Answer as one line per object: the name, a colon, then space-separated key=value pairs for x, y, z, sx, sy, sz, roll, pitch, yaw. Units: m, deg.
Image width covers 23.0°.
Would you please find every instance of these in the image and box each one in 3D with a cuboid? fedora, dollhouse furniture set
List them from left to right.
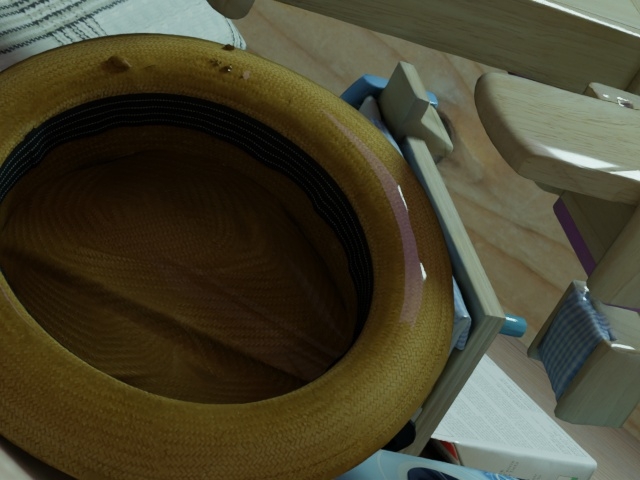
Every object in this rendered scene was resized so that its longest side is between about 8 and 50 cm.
fedora: x=-0.052 y=0.017 z=0.553 sx=0.194 sy=0.194 sz=0.079 roll=42 pitch=-29 yaw=17
dollhouse furniture set: x=0.000 y=0.000 z=0.711 sx=0.198 sy=0.303 sz=0.286 roll=13 pitch=36 yaw=-24

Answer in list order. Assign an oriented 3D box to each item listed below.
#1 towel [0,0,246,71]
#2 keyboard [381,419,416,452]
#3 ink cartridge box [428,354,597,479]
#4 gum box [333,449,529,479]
towel: x=-0.190 y=-0.180 z=0.752 sx=0.312 sy=0.056 sz=0.324 roll=51 pitch=27 yaw=-1
keyboard: x=-0.054 y=0.038 z=0.648 sx=0.192 sy=0.038 sz=0.100 roll=46 pitch=-39 yaw=-16
ink cartridge box: x=0.062 y=0.113 z=1.112 sx=0.225 sy=0.056 sz=0.181 roll=13 pitch=22 yaw=-38
gum box: x=0.074 y=0.145 z=0.611 sx=0.184 sy=0.041 sz=0.157 roll=18 pitch=17 yaw=-48
